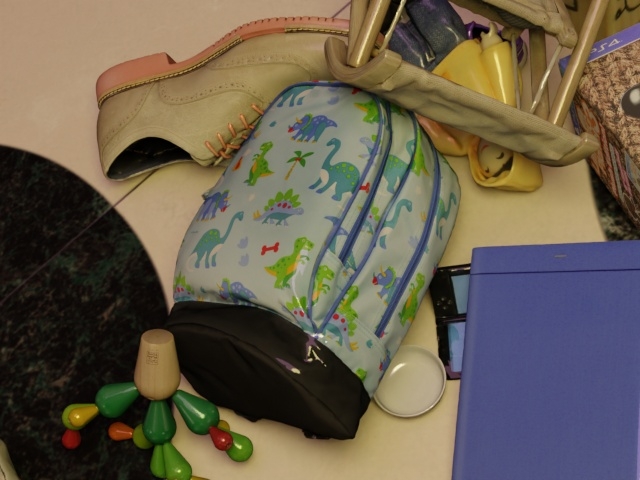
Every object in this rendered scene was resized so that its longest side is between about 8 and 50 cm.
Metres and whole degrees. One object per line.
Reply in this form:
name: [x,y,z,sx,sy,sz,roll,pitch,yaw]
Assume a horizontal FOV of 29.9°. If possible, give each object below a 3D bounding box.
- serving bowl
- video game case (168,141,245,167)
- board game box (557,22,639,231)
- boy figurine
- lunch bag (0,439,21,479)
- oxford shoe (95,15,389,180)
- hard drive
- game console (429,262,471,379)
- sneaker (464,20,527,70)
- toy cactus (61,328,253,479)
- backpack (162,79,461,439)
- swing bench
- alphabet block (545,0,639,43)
serving bowl: [0.097,0.156,1.307,0.083,0.027,0.083,-6,62,12]
video game case: [-0.098,-0.144,1.526,0.166,0.015,0.119,14,67,21]
board game box: [0.422,-0.110,1.255,0.232,0.141,0.291,-25,43,1]
boy figurine: [0.157,-0.168,1.407,0.177,0.092,0.285,-37,74,30]
lunch bag: [-0.418,0.348,1.263,0.287,0.169,0.235,-33,59,1]
oxford shoe: [-0.098,-0.159,1.440,0.396,0.140,0.147,-13,65,29]
hard drive: [0.234,0.161,1.185,0.210,0.040,0.319,-3,74,36]
game console: [0.183,0.084,1.301,0.122,0.107,0.071,-7,33,10]
sneaker: [0.169,-0.246,1.477,0.169,0.071,0.068,2,63,17]
toy cactus: [-0.182,0.184,1.288,0.218,0.181,0.112,13,27,20]
backpack: [0.000,0.000,1.300,0.355,0.273,0.290,-45,31,-26]
swing bench: [0.156,-0.223,1.241,0.253,0.165,0.255,20,73,-23]
alphabet block: [0.311,-0.373,1.434,0.193,0.197,0.192,30,74,27]
